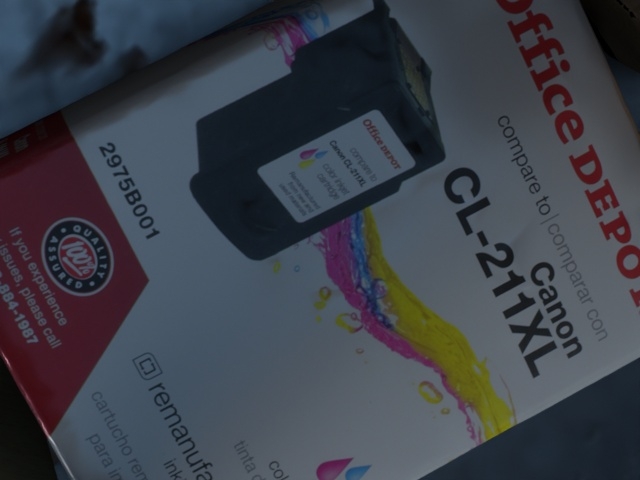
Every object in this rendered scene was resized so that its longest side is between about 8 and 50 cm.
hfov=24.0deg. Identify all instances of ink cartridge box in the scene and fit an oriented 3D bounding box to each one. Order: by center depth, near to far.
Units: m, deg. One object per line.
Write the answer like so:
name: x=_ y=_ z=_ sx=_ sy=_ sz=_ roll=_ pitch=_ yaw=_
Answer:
ink cartridge box: x=0.000 y=0.000 z=0.415 sx=0.175 sy=0.072 sz=0.127 roll=-28 pitch=102 yaw=-6

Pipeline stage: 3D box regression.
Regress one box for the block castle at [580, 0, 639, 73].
block castle: x=0.083 y=-0.240 z=0.284 sx=0.213 sy=0.303 sz=0.453 roll=-34 pitch=103 yaw=2

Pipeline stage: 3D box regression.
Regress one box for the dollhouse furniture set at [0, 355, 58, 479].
dollhouse furniture set: x=-0.146 y=0.108 z=0.360 sx=0.123 sy=0.151 sz=0.144 roll=-38 pitch=145 yaw=22
